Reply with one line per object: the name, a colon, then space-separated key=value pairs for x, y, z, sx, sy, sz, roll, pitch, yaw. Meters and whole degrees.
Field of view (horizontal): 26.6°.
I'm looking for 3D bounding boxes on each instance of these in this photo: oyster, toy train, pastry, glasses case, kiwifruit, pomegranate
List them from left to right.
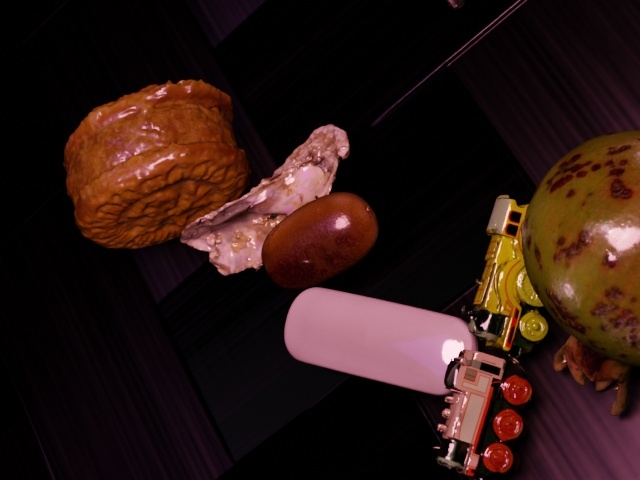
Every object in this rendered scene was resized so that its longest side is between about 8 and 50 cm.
pastry: x=-0.162 y=-0.072 z=1.349 sx=0.189 sy=0.189 sz=0.103 roll=-31 pitch=67 yaw=21
oyster: x=-0.049 y=-0.035 z=1.348 sx=0.200 sy=0.106 sz=0.061 roll=-22 pitch=41 yaw=8
kiwifruit: x=0.000 y=0.000 z=1.298 sx=0.124 sy=0.075 sz=0.075 roll=-32 pitch=64 yaw=25
glasses case: x=0.054 y=0.093 z=1.256 sx=0.197 sy=0.049 sz=0.076 roll=10 pitch=84 yaw=31
toy train: x=0.157 y=0.089 z=1.180 sx=0.085 sy=0.053 sz=0.249 roll=16 pitch=84 yaw=-7
pomegranate: x=0.257 y=0.030 z=1.078 sx=0.211 sy=0.211 sz=0.263 roll=37 pitch=122 yaw=32

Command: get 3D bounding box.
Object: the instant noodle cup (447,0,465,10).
instant noodle cup: x=0.146 y=-0.306 z=1.269 sx=0.136 sy=0.127 sz=0.127 roll=-34 pitch=63 yaw=10
